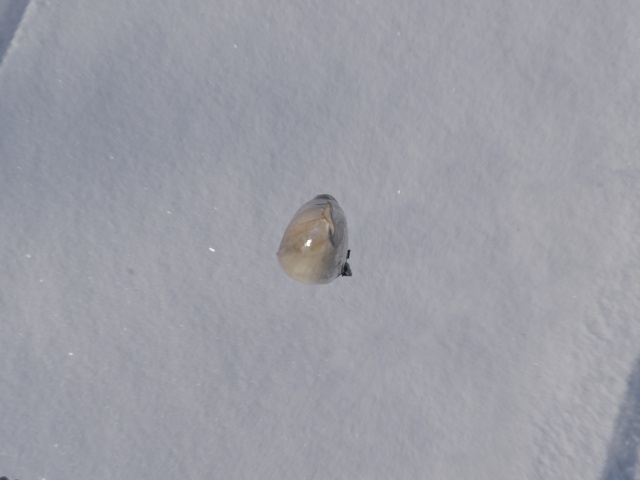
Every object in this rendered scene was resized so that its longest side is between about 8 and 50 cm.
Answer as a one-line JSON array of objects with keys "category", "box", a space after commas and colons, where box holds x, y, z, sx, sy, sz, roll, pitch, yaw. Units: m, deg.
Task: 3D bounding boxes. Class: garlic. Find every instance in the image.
[{"category": "garlic", "box": [-0.008, 0.002, 0.644, 0.066, 0.152, 0.084, -3, 97, 5]}]

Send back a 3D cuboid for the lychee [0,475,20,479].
[{"category": "lychee", "box": [-0.213, 0.245, 0.346, 0.300, 0.300, 0.300, -1, 82, 5]}]
